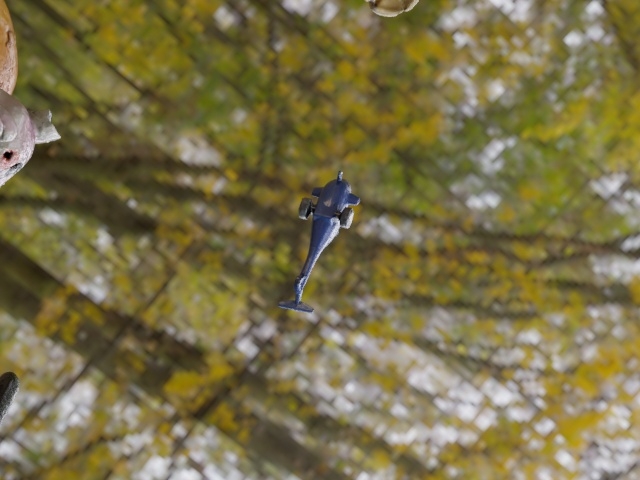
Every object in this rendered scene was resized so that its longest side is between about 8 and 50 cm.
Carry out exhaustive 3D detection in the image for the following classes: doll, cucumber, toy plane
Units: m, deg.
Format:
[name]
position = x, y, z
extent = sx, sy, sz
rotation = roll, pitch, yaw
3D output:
[doll]
position = -0.332, -0.100, 1.620
extent = 0.149, 0.095, 0.192
rotation = -21, 165, 8
[cucumber]
position = -0.376, 0.196, 2.054
extent = 0.032, 0.032, 0.133
rotation = -35, -159, 36
[toy plane]
position = 0.000, 0.000, 1.771
extent = 0.062, 0.054, 0.167
rotation = 89, 18, -49

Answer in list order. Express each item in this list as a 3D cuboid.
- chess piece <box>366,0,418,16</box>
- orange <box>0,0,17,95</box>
[chess piece]
position = 0.055, -0.236, 1.459
extent = 0.066, 0.066, 0.122
rotation = -39, -145, 30
[orange]
position = -0.466, -0.215, 2.042
extent = 0.240, 0.240, 0.240
rotation = -43, -160, 20
